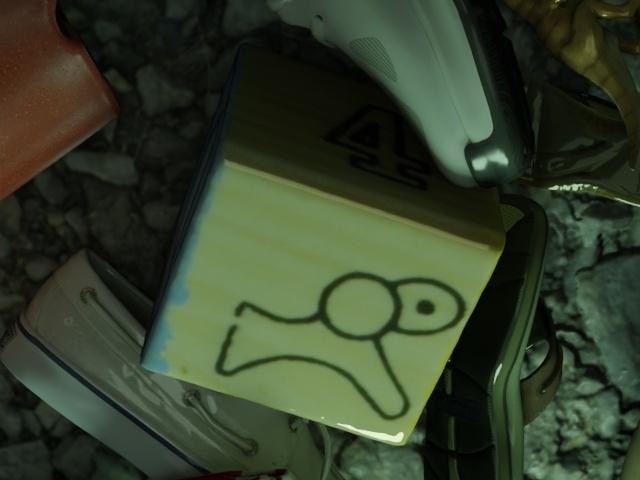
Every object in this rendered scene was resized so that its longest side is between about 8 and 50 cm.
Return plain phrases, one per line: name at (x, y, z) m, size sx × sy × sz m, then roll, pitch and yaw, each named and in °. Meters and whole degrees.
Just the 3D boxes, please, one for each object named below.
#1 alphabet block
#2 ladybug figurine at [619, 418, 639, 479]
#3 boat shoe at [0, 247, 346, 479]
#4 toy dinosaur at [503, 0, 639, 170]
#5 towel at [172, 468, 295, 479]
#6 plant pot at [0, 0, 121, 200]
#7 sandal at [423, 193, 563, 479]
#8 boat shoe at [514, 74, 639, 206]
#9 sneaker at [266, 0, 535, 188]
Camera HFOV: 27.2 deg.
alphabet block at (0.000, 0.000, 0.947) m, size 0.197 × 0.193 × 0.192 m, roll 19°, pitch 121°, yaw -9°
ladybug figurine at (0.392, 0.254, 1.042) m, size 0.305 × 0.162 × 0.449 m, roll 10°, pitch 112°, yaw 36°
boat shoe at (-0.058, 0.126, 1.036) m, size 0.367 × 0.136 × 0.156 m, roll 36°, pitch 95°, yaw -2°
toy dinosaur at (0.207, -0.146, 1.002) m, size 0.112 × 0.064 × 0.211 m, roll -34°, pitch 67°, yaw -9°
towel at (-0.116, 0.294, 1.021) m, size 0.329 × 0.037 × 0.237 m, roll -16°, pitch 113°, yaw 30°
plant pot at (-0.297, -0.105, 0.896) m, size 0.265 × 0.272 × 0.272 m, roll -31°, pitch 104°, yaw -5°
sandal at (0.142, 0.108, 1.061) m, size 0.086 × 0.120 × 0.303 m, roll -7°, pitch 108°, yaw -32°
boat shoe at (0.199, -0.075, 1.028) m, size 0.223 × 0.073 × 0.080 m, roll 18°, pitch 99°, yaw 11°
sneaker at (-0.044, -0.197, 0.917) m, size 0.257 × 0.169 × 0.447 m, roll -29°, pitch 81°, yaw 13°
